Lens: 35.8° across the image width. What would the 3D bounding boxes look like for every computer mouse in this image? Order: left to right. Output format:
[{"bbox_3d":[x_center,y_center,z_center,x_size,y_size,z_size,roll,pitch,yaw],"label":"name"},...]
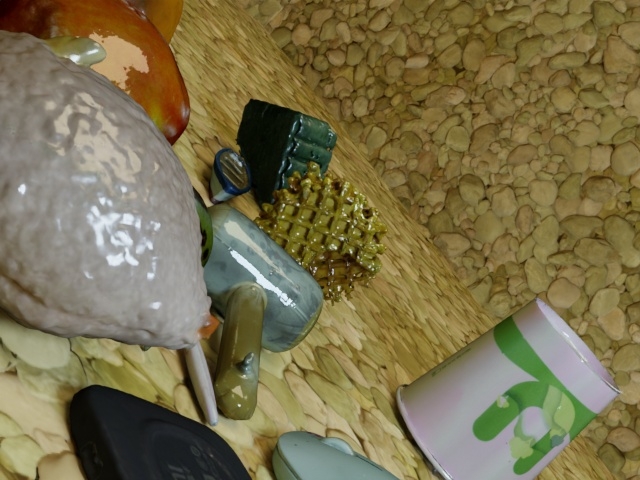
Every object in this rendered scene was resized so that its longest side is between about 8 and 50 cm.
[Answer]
[{"bbox_3d":[0.070,0.295,0.999,0.288,0.097,0.159,54,15,22],"label":"computer mouse"}]

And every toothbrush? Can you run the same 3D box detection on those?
[{"bbox_3d":[-0.151,0.085,1.061,0.307,0.029,0.025,-116,-160,-48],"label":"toothbrush"}]

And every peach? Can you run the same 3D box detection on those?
[{"bbox_3d":[-0.261,-0.164,1.044,0.243,0.199,0.243,36,23,-17],"label":"peach"}]

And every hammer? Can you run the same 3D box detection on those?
[{"bbox_3d":[-0.089,0.092,1.115,0.202,0.113,0.305,40,22,-18],"label":"hammer"}]

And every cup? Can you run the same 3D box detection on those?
[{"bbox_3d":[0.291,0.243,1.506,0.253,0.274,0.253,45,12,-13],"label":"cup"}]

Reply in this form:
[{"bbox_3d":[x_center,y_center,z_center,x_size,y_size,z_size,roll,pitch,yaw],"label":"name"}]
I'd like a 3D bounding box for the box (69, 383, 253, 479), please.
[{"bbox_3d":[-0.100,0.210,0.794,0.201,0.042,0.212,31,20,-49],"label":"box"}]

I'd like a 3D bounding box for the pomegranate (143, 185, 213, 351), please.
[{"bbox_3d":[-0.177,0.009,0.979,0.148,0.148,0.169,39,33,-35],"label":"pomegranate"}]

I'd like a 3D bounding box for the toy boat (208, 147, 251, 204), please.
[{"bbox_3d":[-0.150,-0.100,1.603,0.080,0.046,0.229,46,12,-14],"label":"toy boat"}]

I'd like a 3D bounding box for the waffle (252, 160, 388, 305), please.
[{"bbox_3d":[0.000,0.000,1.451,0.197,0.193,0.070,45,15,-8],"label":"waffle"}]

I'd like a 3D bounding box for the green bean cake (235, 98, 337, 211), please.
[{"bbox_3d":[-0.078,-0.146,1.795,0.107,0.194,0.208,10,10,-38],"label":"green bean cake"}]

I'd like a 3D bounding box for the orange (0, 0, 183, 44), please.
[{"bbox_3d":[-0.303,-0.325,1.302,0.246,0.246,0.246,45,12,-12],"label":"orange"}]

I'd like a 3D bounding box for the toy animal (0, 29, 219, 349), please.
[{"bbox_3d":[-0.219,-0.050,0.818,0.358,0.188,0.226,43,38,-13],"label":"toy animal"}]
